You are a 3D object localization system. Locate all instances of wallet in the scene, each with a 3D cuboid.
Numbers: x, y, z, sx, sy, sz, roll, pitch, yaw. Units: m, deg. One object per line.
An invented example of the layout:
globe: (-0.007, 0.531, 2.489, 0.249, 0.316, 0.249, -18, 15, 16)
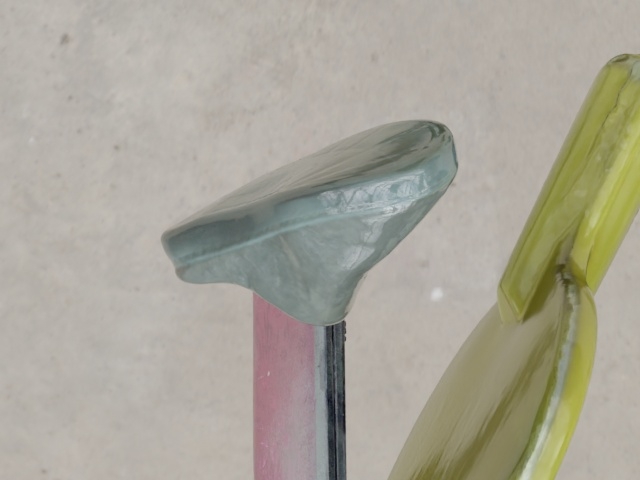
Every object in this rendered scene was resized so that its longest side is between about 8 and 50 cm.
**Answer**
wallet: (-0.018, 0.070, 0.871, 0.025, 0.232, 0.119, 7, 164, -27)

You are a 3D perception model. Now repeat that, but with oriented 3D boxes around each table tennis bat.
table tennis bat: (0.108, 0.060, 0.697, 0.054, 0.224, 0.369, 28, 78, -6)

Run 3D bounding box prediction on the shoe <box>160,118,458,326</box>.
shoe: (0.000, 0.000, 0.627, 0.195, 0.079, 0.078, -12, 110, 46)
